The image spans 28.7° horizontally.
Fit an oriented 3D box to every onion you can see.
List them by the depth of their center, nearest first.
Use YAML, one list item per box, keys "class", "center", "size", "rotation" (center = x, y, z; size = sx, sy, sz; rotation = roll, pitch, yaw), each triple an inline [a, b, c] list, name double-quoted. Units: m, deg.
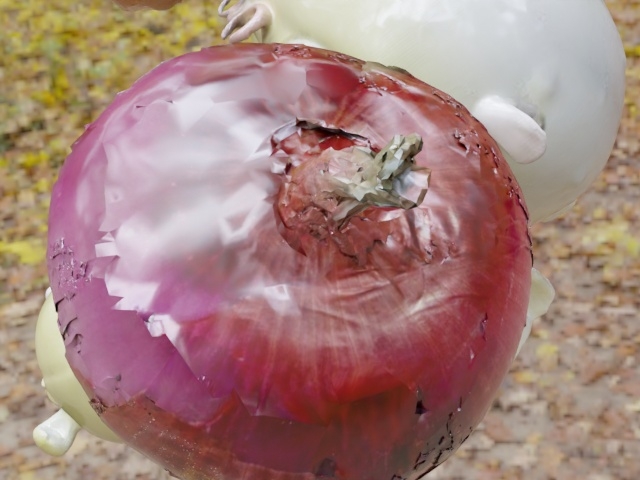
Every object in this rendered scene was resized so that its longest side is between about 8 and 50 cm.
- class: "onion"
  center: [-0.003, 0.003, 0.351]
  size: [0.150, 0.150, 0.140]
  rotation: [-10, -8, -11]

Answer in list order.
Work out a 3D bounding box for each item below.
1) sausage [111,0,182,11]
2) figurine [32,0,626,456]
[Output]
- class: "sausage"
  center: [-0.190, -0.294, 1.037]
  size: [0.098, 0.238, 0.098]
  rotation: [-29, 15, 8]
- class: "figurine"
  center: [0.000, 0.000, 0.693]
  size: [0.394, 0.274, 0.227]
  rotation: [-38, 23, 11]
